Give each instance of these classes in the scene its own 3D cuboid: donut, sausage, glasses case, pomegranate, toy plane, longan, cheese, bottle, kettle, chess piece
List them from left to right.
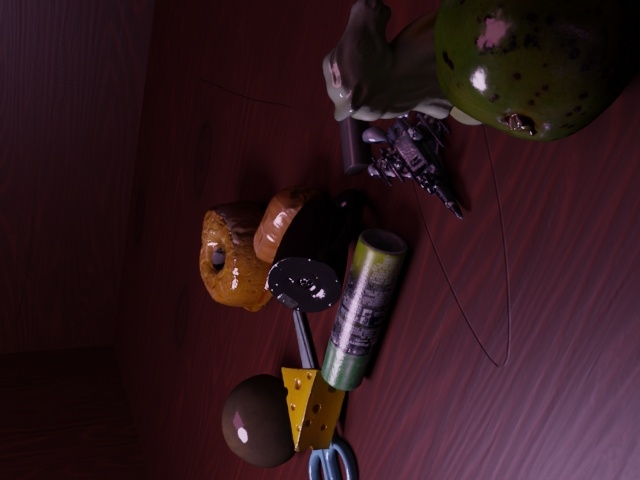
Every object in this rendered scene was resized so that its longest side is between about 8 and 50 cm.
[{"bbox_3d":[-0.211,0.036,1.897,0.317,0.150,0.299,-33,59,59],"label":"donut"},{"bbox_3d":[-0.138,0.430,1.726,0.197,0.197,0.220,-26,71,61],"label":"longan"},{"bbox_3d":[-0.073,-0.032,1.649,0.241,0.136,0.120,119,139,-51],"label":"sausage"},{"bbox_3d":[-0.016,0.358,1.542,0.126,0.093,0.171,-9,76,50],"label":"cheese"},{"bbox_3d":[0.000,0.000,1.441,0.202,0.144,0.232,-44,21,36],"label":"kettle"},{"bbox_3d":[0.063,-0.233,1.473,0.072,0.042,0.190,153,113,-69],"label":"glasses case"},{"bbox_3d":[0.078,0.140,1.394,0.093,0.093,0.329,53,136,49],"label":"bottle"},{"bbox_3d":[0.138,-0.255,1.043,0.176,0.298,0.175,15,107,62],"label":"chess piece"},{"bbox_3d":[0.167,-0.129,1.226,0.169,0.078,0.246,-42,52,21],"label":"toy plane"},{"bbox_3d":[0.258,-0.255,0.888,0.254,0.255,0.270,-27,55,60],"label":"pomegranate"}]

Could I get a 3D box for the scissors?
[{"bbox_3d":[-0.010,0.365,1.644,0.192,0.029,0.446,-46,51,53],"label":"scissors"}]
